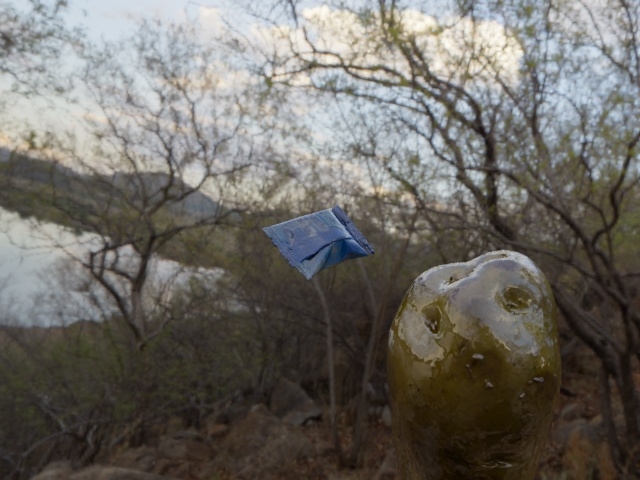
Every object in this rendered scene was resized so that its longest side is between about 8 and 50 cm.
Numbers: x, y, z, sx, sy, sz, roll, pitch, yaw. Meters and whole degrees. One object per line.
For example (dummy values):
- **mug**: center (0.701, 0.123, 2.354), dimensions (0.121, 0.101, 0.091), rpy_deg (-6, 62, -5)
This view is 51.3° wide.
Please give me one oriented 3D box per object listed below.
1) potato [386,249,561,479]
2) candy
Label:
- **potato**: center (0.138, 0.174, 0.673), dimensions (0.176, 0.369, 0.195), rpy_deg (-31, 48, -33)
- **candy**: center (0.001, 0.001, 0.856), dimensions (0.136, 0.088, 0.038), rpy_deg (-20, -22, -41)
